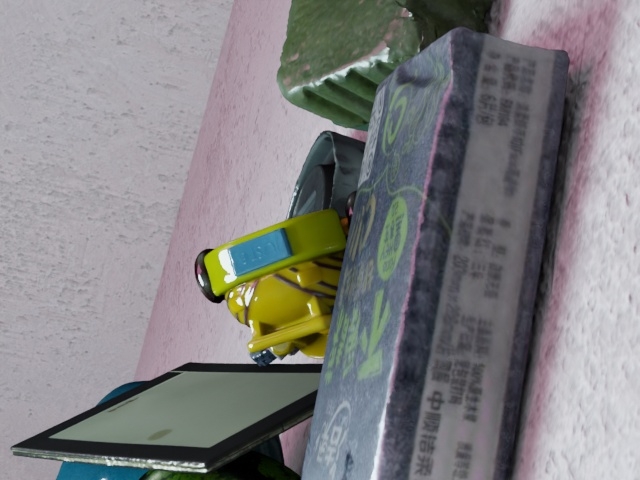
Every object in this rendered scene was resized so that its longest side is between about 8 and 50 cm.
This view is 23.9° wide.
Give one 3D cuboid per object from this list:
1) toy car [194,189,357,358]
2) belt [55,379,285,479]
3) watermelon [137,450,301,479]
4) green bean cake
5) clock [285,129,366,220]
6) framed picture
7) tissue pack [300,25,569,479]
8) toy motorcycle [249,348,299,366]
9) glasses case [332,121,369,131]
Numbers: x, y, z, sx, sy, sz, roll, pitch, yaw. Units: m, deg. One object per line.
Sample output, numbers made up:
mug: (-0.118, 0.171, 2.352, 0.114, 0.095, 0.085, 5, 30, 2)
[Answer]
toy car: (-0.002, 0.047, 1.518, 0.248, 0.200, 0.142, 2, -111, -64)
belt: (-0.181, 0.359, 1.765, 0.300, 0.173, 0.436, 53, -144, -43)
watermelon: (-0.100, 0.339, 1.505, 0.269, 0.269, 0.269, -167, 90, -79)
green bean cake: (0.070, -0.243, 1.531, 0.223, 0.125, 0.227, -17, 61, 48)
clock: (0.000, 0.000, 1.923, 0.280, 0.055, 0.280, -167, 90, -78)
framed picture: (-0.132, 0.180, 1.604, 0.347, 0.265, 0.016, -4, 105, 46)
tissue pack: (0.088, 0.042, 1.283, 0.288, 0.124, 0.394, 157, 124, -78)
toy motorcycle: (0.005, 0.057, 1.689, 0.213, 0.082, 0.122, -50, 6, -20)
glasses case: (0.073, -0.192, 1.717, 0.184, 0.078, 0.039, 118, 158, -53)
